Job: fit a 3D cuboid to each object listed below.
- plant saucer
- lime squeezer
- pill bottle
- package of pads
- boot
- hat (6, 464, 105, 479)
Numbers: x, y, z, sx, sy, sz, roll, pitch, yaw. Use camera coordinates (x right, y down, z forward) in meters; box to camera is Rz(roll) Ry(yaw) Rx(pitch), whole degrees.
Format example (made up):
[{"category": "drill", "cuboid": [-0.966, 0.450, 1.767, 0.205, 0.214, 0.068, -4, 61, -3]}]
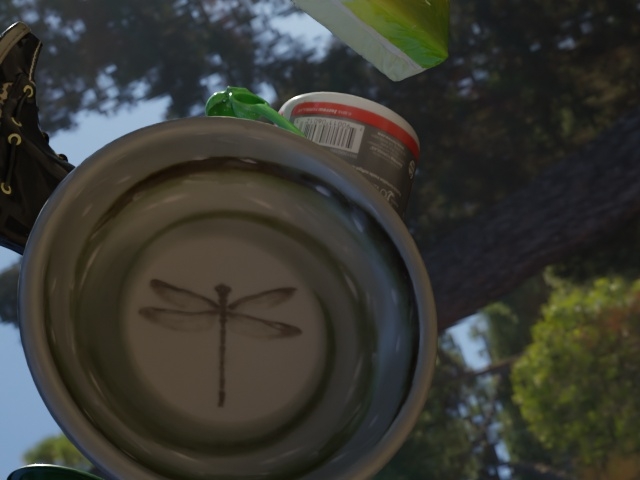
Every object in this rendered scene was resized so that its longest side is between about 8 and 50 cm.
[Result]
[{"category": "plant saucer", "cuboid": [-0.089, 0.078, 1.356, 0.400, 0.100, 0.400, 7, -116, -15]}, {"category": "lime squeezer", "cuboid": [-0.118, -0.163, 1.977, 0.059, 0.310, 0.110, 21, -109, -31]}, {"category": "pill bottle", "cuboid": [0.000, 0.000, 1.939, 0.210, 0.210, 0.363, 39, -121, -48]}, {"category": "package of pads", "cuboid": [0.036, -0.363, 1.731, 0.296, 0.101, 0.229, 35, -135, -34]}, {"category": "boot", "cuboid": [-0.356, -0.100, 1.846, 0.284, 0.138, 0.377, 34, -147, -19]}, {"category": "hat", "cuboid": [-0.362, 0.435, 1.982, 0.173, 0.208, 0.183, 91, -171, -54]}]
